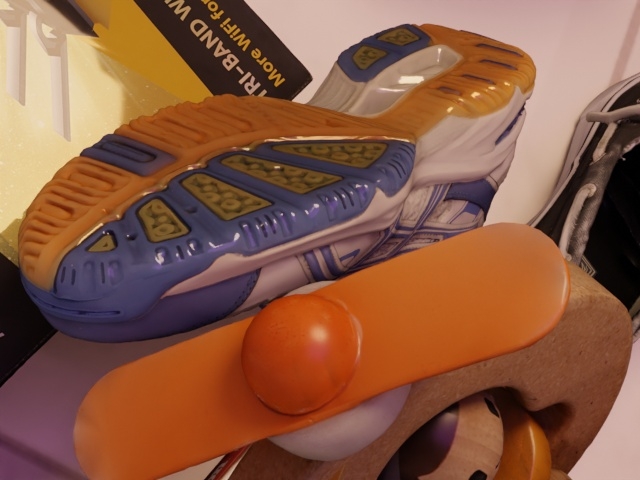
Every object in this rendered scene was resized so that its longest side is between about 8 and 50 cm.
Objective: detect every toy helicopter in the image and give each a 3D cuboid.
[{"bbox_3d":[-0.025,0.112,0.459,0.355,0.235,0.140,-28,53,-18],"label":"toy helicopter"}]

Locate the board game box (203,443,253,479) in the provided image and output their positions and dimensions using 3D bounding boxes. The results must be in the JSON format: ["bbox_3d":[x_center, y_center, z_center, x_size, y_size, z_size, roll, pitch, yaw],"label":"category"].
[{"bbox_3d":[0.025,0.134,0.622,0.145,0.027,0.281,46,60,-6],"label":"board game box"}]

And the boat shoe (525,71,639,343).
[{"bbox_3d":[0.187,-0.028,0.697,0.306,0.105,0.113,-37,91,-40],"label":"boat shoe"}]

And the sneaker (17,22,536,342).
[{"bbox_3d":[0.000,0.000,0.543,0.296,0.112,0.131,-25,132,-43],"label":"sneaker"}]

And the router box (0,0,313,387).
[{"bbox_3d":[-0.191,-0.104,0.548,0.309,0.081,0.243,46,60,-8],"label":"router box"}]
